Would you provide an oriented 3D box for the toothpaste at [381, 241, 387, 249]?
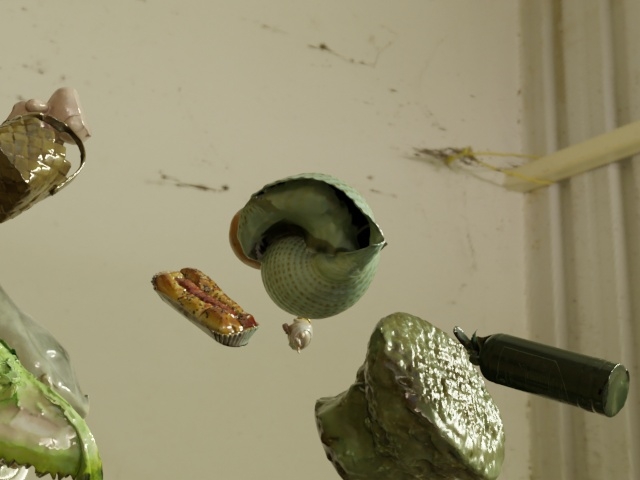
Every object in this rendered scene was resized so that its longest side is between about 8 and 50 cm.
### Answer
[{"bbox_3d":[0.064,-0.039,2.121,0.078,0.248,0.047,-48,-169,48],"label":"toothpaste"}]

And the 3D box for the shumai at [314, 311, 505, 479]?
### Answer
[{"bbox_3d":[0.163,0.371,1.624,0.323,0.397,0.324,-38,-158,24],"label":"shumai"}]

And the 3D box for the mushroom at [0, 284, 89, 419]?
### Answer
[{"bbox_3d":[-0.449,0.121,1.089,0.097,0.109,0.351,-44,-97,8],"label":"mushroom"}]

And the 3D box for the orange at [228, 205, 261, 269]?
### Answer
[{"bbox_3d":[-0.140,-0.008,1.797,0.134,0.156,0.157,-27,-118,45],"label":"orange"}]

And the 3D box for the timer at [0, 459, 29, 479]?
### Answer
[{"bbox_3d":[-0.633,0.436,1.636,0.266,0.175,0.175,-28,-122,25],"label":"timer"}]

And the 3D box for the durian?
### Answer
[{"bbox_3d":[-0.362,0.127,0.737,0.375,0.106,0.132,32,-70,13],"label":"durian"}]

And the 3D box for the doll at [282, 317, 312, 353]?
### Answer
[{"bbox_3d":[-0.062,0.238,2.011,0.073,0.084,0.127,-61,-174,22],"label":"doll"}]

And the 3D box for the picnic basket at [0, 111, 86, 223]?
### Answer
[{"bbox_3d":[-0.427,-0.121,1.156,0.138,0.128,0.178,-36,-165,39],"label":"picnic basket"}]

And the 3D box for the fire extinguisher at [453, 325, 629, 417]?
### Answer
[{"bbox_3d":[0.382,0.224,1.408,0.311,0.114,0.095,10,-132,44],"label":"fire extinguisher"}]

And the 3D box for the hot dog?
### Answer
[{"bbox_3d":[-0.176,0.099,1.205,0.191,0.108,0.059,33,-70,29],"label":"hot dog"}]

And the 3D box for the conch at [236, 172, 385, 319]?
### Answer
[{"bbox_3d":[0.004,-0.005,1.564,0.319,0.215,0.303,-25,-80,32],"label":"conch"}]

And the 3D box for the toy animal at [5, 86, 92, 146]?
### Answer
[{"bbox_3d":[-0.521,-0.196,1.392,0.124,0.212,0.124,158,-90,-76],"label":"toy animal"}]
